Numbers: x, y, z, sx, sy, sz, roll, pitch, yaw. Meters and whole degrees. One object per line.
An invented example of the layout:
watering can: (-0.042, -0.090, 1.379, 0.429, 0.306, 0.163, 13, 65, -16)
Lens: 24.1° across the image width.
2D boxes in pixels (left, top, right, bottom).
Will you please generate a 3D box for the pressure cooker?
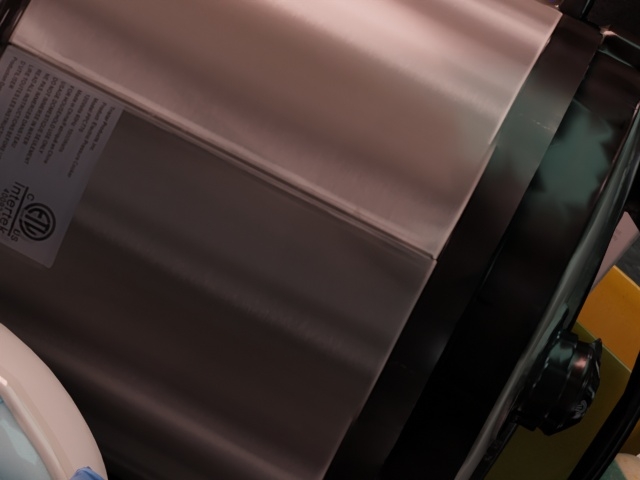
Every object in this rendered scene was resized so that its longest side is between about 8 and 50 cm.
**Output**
pressure cooker: (-0.002, 0.002, 0.876, 0.420, 0.370, 0.375, 27, 50, 6)

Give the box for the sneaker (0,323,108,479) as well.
sneaker: (-0.278, 0.065, 0.702, 0.366, 0.135, 0.150, 31, 26, 9)

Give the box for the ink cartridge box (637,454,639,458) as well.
ink cartridge box: (0.354, 0.248, 1.469, 0.225, 0.056, 0.181, 6, 31, -22)

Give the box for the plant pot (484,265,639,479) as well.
plant pot: (0.176, 0.116, 1.234, 0.212, 0.187, 0.212, 44, 20, 22)

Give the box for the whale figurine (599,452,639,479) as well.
whale figurine: (0.237, 0.267, 1.109, 0.272, 0.141, 0.216, -147, -146, -87)

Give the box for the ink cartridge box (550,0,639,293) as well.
ink cartridge box: (0.104, 0.008, 1.083, 0.176, 0.371, 0.069, 40, 18, 7)

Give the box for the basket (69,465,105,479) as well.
basket: (-0.178, 0.149, 0.532, 0.289, 0.201, 0.255, 48, 21, 1)
